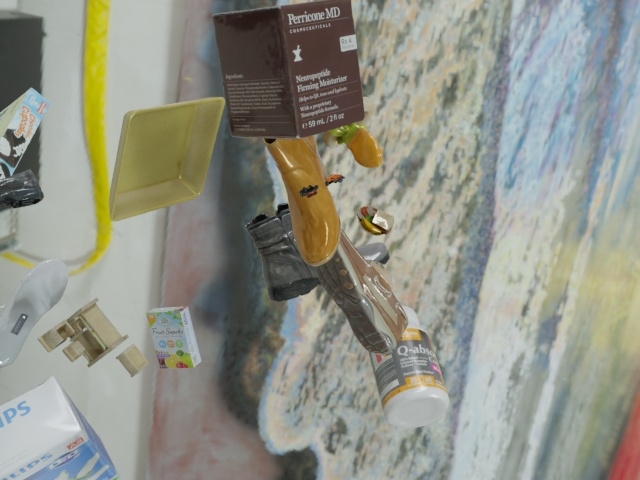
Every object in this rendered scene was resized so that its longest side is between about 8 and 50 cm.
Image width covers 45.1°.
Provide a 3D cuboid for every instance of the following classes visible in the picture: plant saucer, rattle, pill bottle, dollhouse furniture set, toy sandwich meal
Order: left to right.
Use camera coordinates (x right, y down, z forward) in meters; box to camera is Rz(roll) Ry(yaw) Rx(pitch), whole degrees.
[{"bbox_3d":[-0.484,0.244,1.600,0.101,0.182,0.161,-35,-176,27],"label":"dollhouse furniture set"},{"bbox_3d":[-0.435,-0.239,2.092,0.333,0.081,0.333,-22,140,-48],"label":"plant saucer"},{"bbox_3d":[0.092,-0.203,1.550,0.130,0.142,0.200,-57,168,-4],"label":"rattle"},{"bbox_3d":[0.119,-0.045,1.665,0.029,0.085,0.085,-52,-173,50],"label":"toy sandwich meal"},{"bbox_3d":[0.209,0.309,1.912,0.162,0.162,0.278,88,-8,-48],"label":"pill bottle"}]

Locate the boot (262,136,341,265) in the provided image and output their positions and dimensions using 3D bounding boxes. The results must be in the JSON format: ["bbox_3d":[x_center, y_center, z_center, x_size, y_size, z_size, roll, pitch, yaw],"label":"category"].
[{"bbox_3d":[-0.050,-0.115,1.499,0.211,0.104,0.295,52,26,-48],"label":"boot"}]

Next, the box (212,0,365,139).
[{"bbox_3d":[-0.050,-0.281,1.261,0.168,0.167,0.203,-24,113,-41],"label":"box"}]

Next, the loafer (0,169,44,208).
[{"bbox_3d":[-0.583,-0.086,1.365,0.170,0.062,0.061,-13,80,-42],"label":"loafer"}]

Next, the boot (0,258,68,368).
[{"bbox_3d":[-0.648,0.143,1.644,0.095,0.123,0.258,44,70,-36],"label":"boot"}]

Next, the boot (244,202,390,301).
[{"bbox_3d":[0.000,0.000,1.892,0.118,0.338,0.223,-162,-124,-69],"label":"boot"}]

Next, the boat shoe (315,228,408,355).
[{"bbox_3d":[0.090,0.095,1.664,0.116,0.123,0.324,-41,115,-30],"label":"boat shoe"}]

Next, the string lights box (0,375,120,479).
[{"bbox_3d":[-0.334,0.262,0.916,0.133,0.077,0.260,-29,158,-18],"label":"string lights box"}]

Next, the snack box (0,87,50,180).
[{"bbox_3d":[-0.694,-0.167,1.616,0.060,0.187,0.322,43,36,-33],"label":"snack box"}]

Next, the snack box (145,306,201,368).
[{"bbox_3d":[-0.341,0.226,1.788,0.037,0.100,0.141,-36,117,-62],"label":"snack box"}]

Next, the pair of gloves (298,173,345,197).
[{"bbox_3d":[0.002,-0.095,1.350,0.010,0.083,0.074,65,-9,-15],"label":"pair of gloves"}]
